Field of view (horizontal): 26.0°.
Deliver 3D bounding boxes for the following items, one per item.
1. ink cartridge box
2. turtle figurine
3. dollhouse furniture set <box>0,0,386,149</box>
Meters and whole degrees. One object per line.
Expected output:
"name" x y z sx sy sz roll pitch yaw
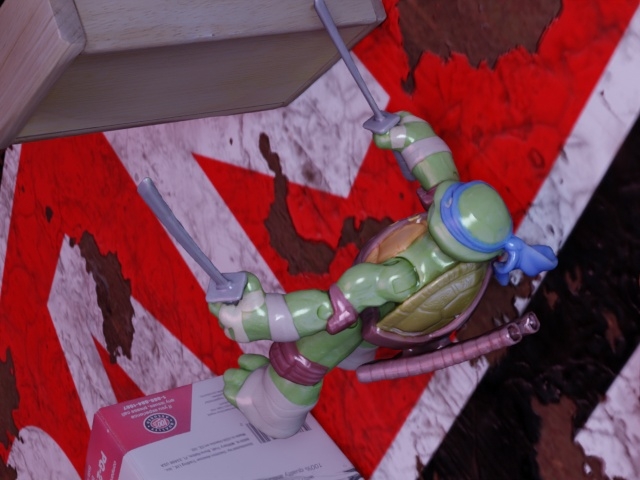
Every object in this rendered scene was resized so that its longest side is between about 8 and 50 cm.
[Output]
"ink cartridge box" -0.057 0.223 1.101 0.237 0.172 0.100 47 136 38
"turtle figurine" 0.000 0.000 0.937 0.266 0.275 0.197 122 161 -51
"dollhouse furniture set" -0.157 -0.291 1.015 0.362 0.256 0.394 -34 71 54
